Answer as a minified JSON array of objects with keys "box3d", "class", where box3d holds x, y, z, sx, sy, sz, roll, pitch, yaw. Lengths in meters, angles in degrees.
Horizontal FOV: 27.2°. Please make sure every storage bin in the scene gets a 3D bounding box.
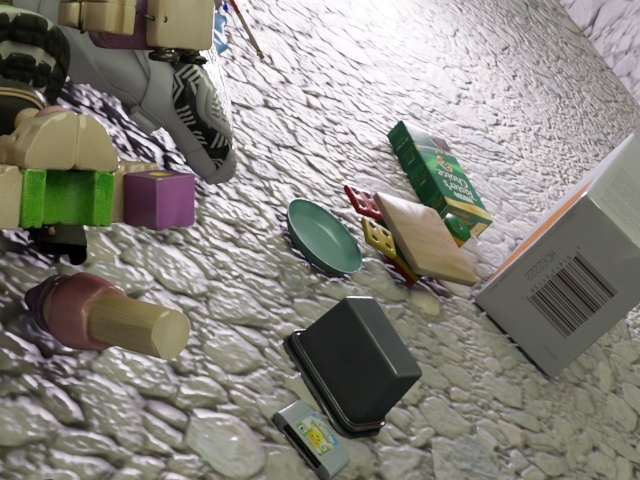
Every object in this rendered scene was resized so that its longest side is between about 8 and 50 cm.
[{"box3d":[0.044,0.127,1.402,0.098,0.091,0.135,5,47,-54],"class":"storage bin"}]

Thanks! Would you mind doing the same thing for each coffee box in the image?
[{"box3d":[0.180,-0.093,1.994,0.113,0.040,0.184,19,35,-42],"class":"coffee box"}]

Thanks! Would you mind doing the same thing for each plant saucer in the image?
[{"box3d":[0.000,0.000,1.608,0.119,0.021,0.119,34,28,-21],"class":"plant saucer"}]

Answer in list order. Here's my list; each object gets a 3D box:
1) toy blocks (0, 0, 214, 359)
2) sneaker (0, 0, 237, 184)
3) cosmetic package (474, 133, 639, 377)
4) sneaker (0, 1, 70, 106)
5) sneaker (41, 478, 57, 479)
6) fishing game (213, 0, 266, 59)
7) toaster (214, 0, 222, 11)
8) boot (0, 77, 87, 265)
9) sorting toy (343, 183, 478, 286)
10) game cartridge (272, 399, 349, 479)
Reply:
[{"box3d":[-0.273,-0.059,1.035,0.260,0.309,0.288,10,8,42],"class":"toy blocks"},{"box3d":[-0.228,-0.195,1.442,0.137,0.210,0.366,-100,172,-50],"class":"sneaker"},{"box3d":[0.409,0.008,1.967,0.161,0.230,0.453,46,24,4],"class":"cosmetic package"},{"box3d":[-0.393,-0.188,1.188,0.182,0.158,0.410,38,15,27],"class":"sneaker"},{"box3d":[-0.242,0.185,0.815,0.268,0.153,0.101,41,25,-9],"class":"sneaker"},{"box3d":[-0.200,-0.296,1.736,0.264,0.041,0.189,6,43,-41],"class":"fishing game"},{"box3d":[-0.188,-0.351,1.618,0.185,0.168,0.110,4,42,-41],"class":"toaster"},{"box3d":[-0.266,-0.059,1.176,0.198,0.076,0.137,18,59,-62],"class":"boot"},{"box3d":[0.122,0.008,1.748,0.274,0.046,0.132,14,39,-48],"class":"sorting toy"},{"box3d":[-0.007,0.196,1.310,0.083,0.017,0.056,49,22,9],"class":"game cartridge"}]
